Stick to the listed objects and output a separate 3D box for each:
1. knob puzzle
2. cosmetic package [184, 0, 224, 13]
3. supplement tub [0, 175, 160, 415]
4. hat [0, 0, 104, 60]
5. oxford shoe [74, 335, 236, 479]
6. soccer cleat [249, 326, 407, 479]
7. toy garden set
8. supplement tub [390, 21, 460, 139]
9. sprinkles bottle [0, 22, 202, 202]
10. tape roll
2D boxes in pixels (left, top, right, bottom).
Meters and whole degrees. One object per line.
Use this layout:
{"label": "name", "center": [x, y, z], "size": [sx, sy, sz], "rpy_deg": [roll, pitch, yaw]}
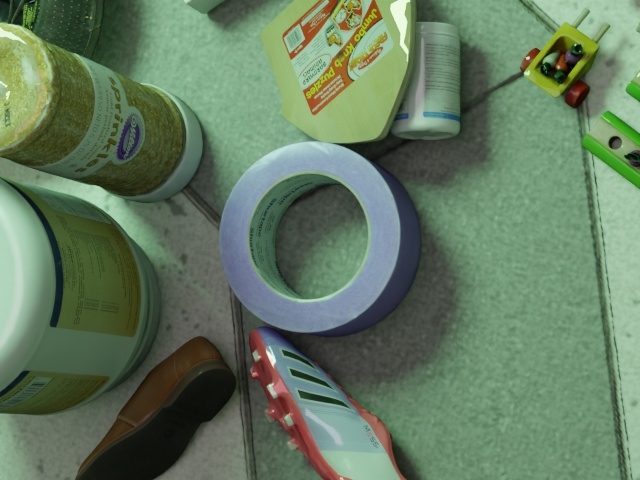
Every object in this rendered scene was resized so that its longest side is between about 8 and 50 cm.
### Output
{"label": "knob puzzle", "center": [0.032, -0.178, 1.824], "size": [0.213, 0.030, 0.213], "rpy_deg": [-10, 76, 42]}
{"label": "cosmetic package", "center": [-0.053, -0.340, 1.890], "size": [0.239, 0.060, 0.099], "rpy_deg": [-31, 77, 12]}
{"label": "supplement tub", "center": [-0.304, 0.056, 1.793], "size": [0.228, 0.316, 0.228], "rpy_deg": [-2, 83, 18]}
{"label": "hat", "center": [-0.386, -0.252, 1.953], "size": [0.331, 0.134, 0.331], "rpy_deg": [0, 92, 1]}
{"label": "oxford shoe", "center": [-0.174, 0.183, 1.879], "size": [0.212, 0.076, 0.076], "rpy_deg": [-43, 43, 12]}
{"label": "soccer cleat", "center": [0.015, 0.182, 1.811], "size": [0.095, 0.083, 0.248], "rpy_deg": [-27, 69, -17]}
{"label": "toy garden set", "center": [0.327, -0.186, 1.754], "size": [0.204, 0.049, 0.244], "rpy_deg": [40, 97, 18]}
{"label": "supplement tub", "center": [0.103, -0.156, 1.814], "size": [0.071, 0.071, 0.107], "rpy_deg": [0, 84, 18]}
{"label": "sprinkles bottle", "center": [-0.232, -0.115, 1.768], "size": [0.121, 0.355, 0.121], "rpy_deg": [-2, 84, 18]}
{"label": "tape roll", "center": [0.000, 0.000, 1.826], "size": [0.189, 0.080, 0.189], "rpy_deg": [-2, 84, 18]}
